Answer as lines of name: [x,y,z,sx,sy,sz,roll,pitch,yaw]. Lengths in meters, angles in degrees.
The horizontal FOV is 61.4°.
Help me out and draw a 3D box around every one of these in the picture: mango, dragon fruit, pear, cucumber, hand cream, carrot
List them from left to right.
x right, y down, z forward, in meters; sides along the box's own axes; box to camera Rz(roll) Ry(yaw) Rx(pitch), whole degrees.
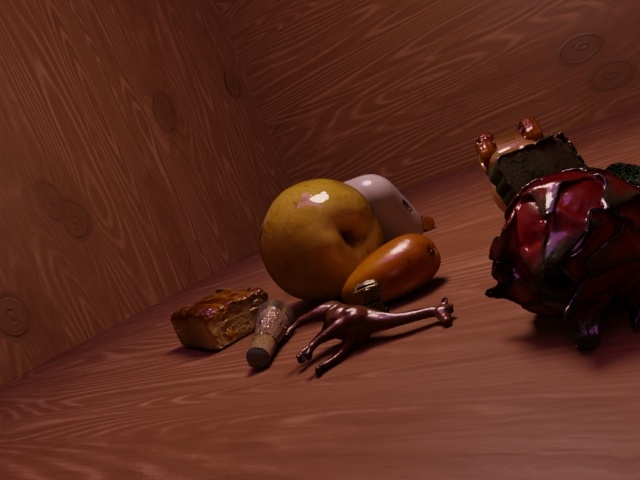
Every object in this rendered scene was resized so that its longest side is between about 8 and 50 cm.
hand cream: [-0.104,0.192,1.080,0.084,0.084,0.203,-22,13,10]
pear: [0.000,0.000,1.294,0.314,0.314,0.314,-22,6,3]
mango: [0.140,0.069,1.098,0.219,0.112,0.145,-34,5,6]
carrot: [0.332,-0.056,1.755,0.048,0.048,0.139,-23,4,-2]
dragon fruit: [0.313,0.009,0.669,0.192,0.193,0.274,12,25,29]
cucumber: [0.632,-0.112,1.056,0.068,0.067,0.293,-21,8,13]

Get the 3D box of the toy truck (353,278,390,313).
toy truck: [0.092,0.112,0.968,0.049,0.083,0.054,-21,7,5]

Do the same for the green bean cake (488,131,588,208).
green bean cake: [0.477,-0.123,1.166,0.181,0.173,0.094,-25,-17,-8]

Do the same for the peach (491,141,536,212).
peach: [0.506,-0.149,1.314,0.184,0.184,0.184,-22,6,3]

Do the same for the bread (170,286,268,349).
bread: [-0.263,0.196,1.404,0.185,0.114,0.275,-27,9,-31]

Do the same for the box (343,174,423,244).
box: [0.095,-0.046,1.533,0.349,0.289,0.141,-19,50,33]

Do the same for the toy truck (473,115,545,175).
toy truck: [0.606,-0.252,1.681,0.204,0.211,0.288,-20,10,19]

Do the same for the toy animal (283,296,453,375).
toy animal: [0.076,0.141,0.885,0.230,0.066,0.224,-29,24,-22]
